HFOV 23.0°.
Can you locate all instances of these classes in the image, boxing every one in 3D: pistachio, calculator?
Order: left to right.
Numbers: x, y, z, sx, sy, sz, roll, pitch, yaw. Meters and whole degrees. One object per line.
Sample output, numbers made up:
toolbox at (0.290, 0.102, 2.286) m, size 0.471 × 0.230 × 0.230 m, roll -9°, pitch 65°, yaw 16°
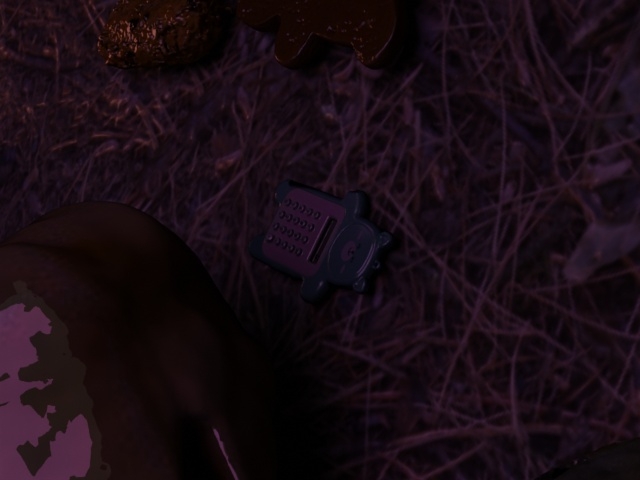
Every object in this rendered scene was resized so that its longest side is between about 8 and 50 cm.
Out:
pistachio at (-0.186, 0.192, 1.108) m, size 0.365 × 0.281 × 0.446 m, roll 17°, pitch 96°, yaw 48°
calculator at (0.000, 0.000, 1.189) m, size 0.141 × 0.019 × 0.094 m, roll 23°, pitch 86°, yaw 47°

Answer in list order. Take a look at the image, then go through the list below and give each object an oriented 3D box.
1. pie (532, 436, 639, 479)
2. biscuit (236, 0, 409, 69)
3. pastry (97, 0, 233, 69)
pie at (0.180, 0.197, 0.783) m, size 0.302 × 0.067 × 0.302 m, roll -11°, pitch 31°, yaw 6°
biscuit at (0.008, -0.200, 1.261) m, size 0.205 × 0.031 × 0.138 m, roll 10°, pitch 78°, yaw 45°
pastry at (-0.139, -0.186, 1.382) m, size 0.140 × 0.056 × 0.080 m, roll 10°, pitch 72°, yaw 52°
